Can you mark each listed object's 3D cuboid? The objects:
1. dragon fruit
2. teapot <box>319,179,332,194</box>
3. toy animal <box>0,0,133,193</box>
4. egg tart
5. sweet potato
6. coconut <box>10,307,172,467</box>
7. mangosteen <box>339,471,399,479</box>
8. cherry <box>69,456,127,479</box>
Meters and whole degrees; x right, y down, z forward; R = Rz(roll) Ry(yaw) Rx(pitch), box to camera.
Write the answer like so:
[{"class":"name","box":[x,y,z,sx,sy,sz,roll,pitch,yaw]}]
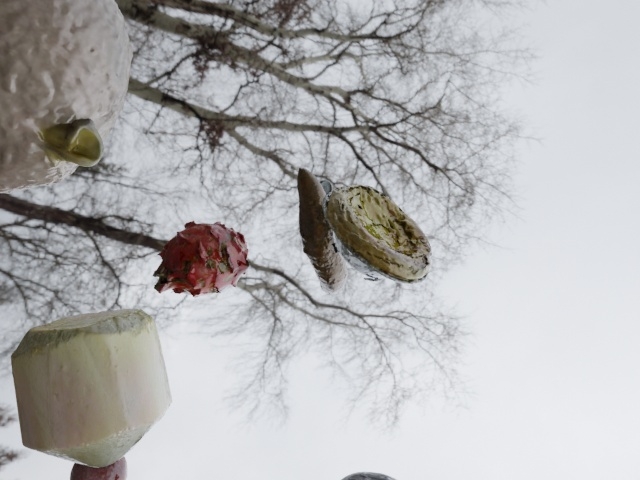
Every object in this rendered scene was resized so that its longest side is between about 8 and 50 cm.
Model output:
[{"class":"dragon fruit","box":[-0.316,0.054,1.331,0.210,0.268,0.205,60,-32,3]},{"class":"teapot","box":[-0.014,-0.135,1.348,0.110,0.042,0.043,6,-93,60]},{"class":"toy animal","box":[-0.340,-0.213,0.593,0.359,0.226,0.188,-67,-158,12]},{"class":"egg tart","box":[0.096,-0.003,0.923,0.094,0.234,0.234,-54,-133,29]},{"class":"sweet potato","box":[0.001,0.003,1.161,0.114,0.092,0.342,-115,-171,-57]},{"class":"coconut","box":[-0.368,0.245,0.840,0.239,0.239,0.245,-4,-87,49]},{"class":"mangosteen","box":[0.087,0.567,0.958,0.211,0.211,0.250,18,-83,50]},{"class":"cherry","box":[-0.434,0.421,1.016,0.106,0.090,0.226,2,-104,5]}]
